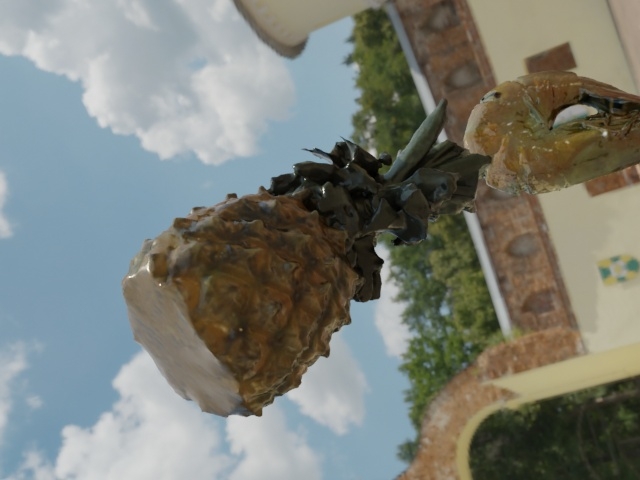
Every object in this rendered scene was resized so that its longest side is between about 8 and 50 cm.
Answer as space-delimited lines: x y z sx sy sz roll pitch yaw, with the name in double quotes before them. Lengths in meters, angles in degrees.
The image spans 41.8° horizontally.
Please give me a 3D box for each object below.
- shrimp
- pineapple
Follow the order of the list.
"shrimp" 0.296 -0.130 0.948 0.061 0.267 0.145 51 -148 -69
"pineapple" 0.001 0.001 0.535 0.248 0.128 0.128 -36 -69 -30
